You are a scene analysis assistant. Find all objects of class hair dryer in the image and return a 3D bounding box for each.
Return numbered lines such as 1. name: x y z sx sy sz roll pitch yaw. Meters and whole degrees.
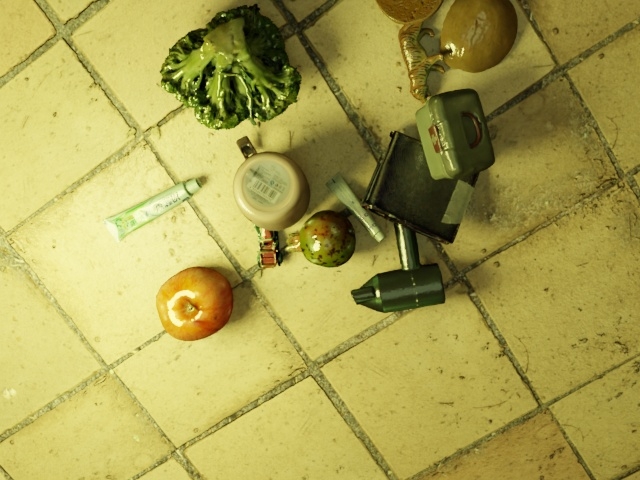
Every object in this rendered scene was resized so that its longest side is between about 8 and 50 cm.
1. hair dryer: 0.190 0.042 1.615 0.245 0.116 0.302 -9 92 4

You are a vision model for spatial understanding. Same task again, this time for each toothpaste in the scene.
1. toothpaste: -0.453 -0.089 1.628 0.297 0.048 0.074 -27 104 12
2. toothpaste: 0.097 -0.085 1.585 0.052 0.033 0.218 -41 78 11

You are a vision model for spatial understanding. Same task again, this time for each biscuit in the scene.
1. biscuit: 0.216 -0.621 1.449 0.181 0.049 0.208 -2 89 12

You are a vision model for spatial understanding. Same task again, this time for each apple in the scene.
1. apple: -0.342 0.171 1.624 0.210 0.164 0.209 0 101 2

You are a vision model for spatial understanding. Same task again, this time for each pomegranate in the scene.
1. pomegranate: 0.000 0.000 1.582 0.205 0.159 0.159 -7 105 33

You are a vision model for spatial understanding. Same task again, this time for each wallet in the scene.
1. wallet: 0.259 -0.135 1.554 0.262 0.071 0.220 23 80 -6

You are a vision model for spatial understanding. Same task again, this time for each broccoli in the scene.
1. broccoli: -0.208 -0.408 1.421 0.321 0.283 0.303 -40 89 -8

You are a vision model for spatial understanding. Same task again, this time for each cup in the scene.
1. cup: -0.138 -0.152 1.503 0.192 0.200 0.252 -29 88 -1

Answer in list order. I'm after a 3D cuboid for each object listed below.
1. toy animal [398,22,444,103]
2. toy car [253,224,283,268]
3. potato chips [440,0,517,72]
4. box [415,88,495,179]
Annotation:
1. toy animal: 0.249 -0.468 1.500 0.099 0.057 0.241 -18 103 7
2. toy car: -0.143 0.005 1.631 0.073 0.054 0.143 -2 103 5
3. potato chips: 0.392 -0.518 1.482 0.208 0.062 0.195 -32 102 7
4. box: 0.331 -0.259 1.483 0.148 0.129 0.210 -16 91 -18
